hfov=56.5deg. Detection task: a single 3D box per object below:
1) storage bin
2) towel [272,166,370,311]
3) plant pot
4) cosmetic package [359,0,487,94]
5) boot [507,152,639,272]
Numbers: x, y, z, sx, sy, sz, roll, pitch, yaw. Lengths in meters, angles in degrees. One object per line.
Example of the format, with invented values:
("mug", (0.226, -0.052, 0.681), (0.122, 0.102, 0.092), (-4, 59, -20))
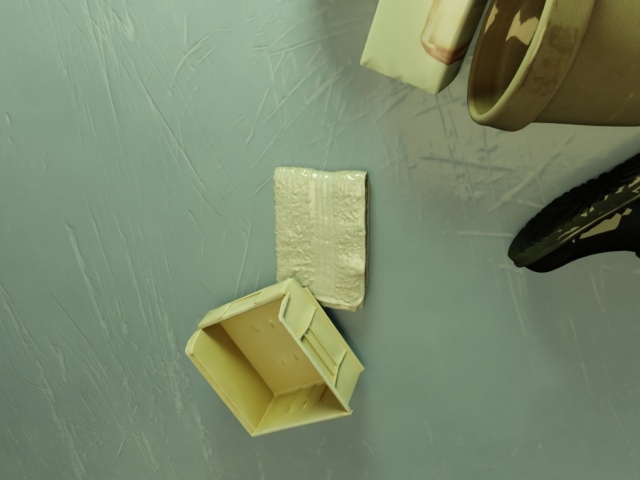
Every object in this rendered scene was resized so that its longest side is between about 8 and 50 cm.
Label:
("storage bin", (-0.093, 0.238, 1.196), (0.262, 0.123, 0.260), (-24, 109, 33))
("towel", (0.000, 0.000, 1.132), (0.187, 0.049, 0.282), (6, 113, 18))
("plant pot", (0.353, -0.254, 0.794), (0.229, 0.263, 0.263), (15, 117, -4))
("cosmetic package", (0.176, -0.376, 0.831), (0.129, 0.153, 0.296), (26, 126, 11))
("boot", (0.495, 0.021, 0.902), (0.348, 0.131, 0.260), (-34, 97, 29))
